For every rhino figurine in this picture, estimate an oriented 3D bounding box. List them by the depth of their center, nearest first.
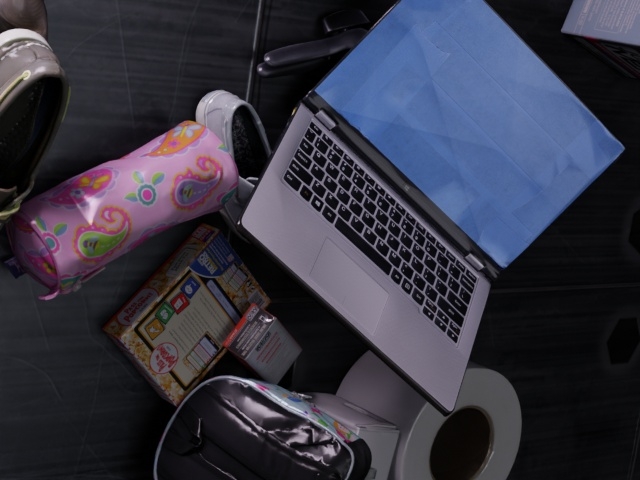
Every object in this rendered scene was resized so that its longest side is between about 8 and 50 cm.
[{"bbox_3d":[-0.348,-0.300,1.500,0.106,0.073,0.243,-9,112,-31],"label":"rhino figurine"}]

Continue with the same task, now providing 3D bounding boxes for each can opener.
[{"bbox_3d":[-0.005,-0.249,1.827,0.186,0.073,0.059,-25,157,-29],"label":"can opener"}]

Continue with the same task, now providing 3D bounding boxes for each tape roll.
[{"bbox_3d":[0.155,0.281,2.041,0.246,0.169,0.246,-13,111,-37],"label":"tape roll"}]

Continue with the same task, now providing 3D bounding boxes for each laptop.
[{"bbox_3d":[0.157,-0.070,1.770,0.382,0.236,0.408,42,42,-17],"label":"laptop"}]

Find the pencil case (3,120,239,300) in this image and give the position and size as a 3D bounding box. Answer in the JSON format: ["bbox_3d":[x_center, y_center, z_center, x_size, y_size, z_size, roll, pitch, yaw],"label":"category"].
[{"bbox_3d":[-0.237,-0.039,1.642,0.284,0.124,0.124,-31,122,-30],"label":"pencil case"}]

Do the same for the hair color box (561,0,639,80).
[{"bbox_3d":[0.570,-0.301,2.068,0.185,0.374,0.114,24,88,-42],"label":"hair color box"}]

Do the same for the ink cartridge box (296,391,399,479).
[{"bbox_3d":[0.008,0.340,1.943,0.092,0.158,0.218,12,95,-42],"label":"ink cartridge box"}]

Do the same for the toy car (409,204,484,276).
[{"bbox_3d":[0.159,0.012,1.988,0.159,0.136,0.182,8,103,-9],"label":"toy car"}]

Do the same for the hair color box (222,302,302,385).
[{"bbox_3d":[-0.076,0.143,1.849,0.072,0.043,0.141,-53,157,-10],"label":"hair color box"}]

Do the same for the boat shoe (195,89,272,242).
[{"bbox_3d":[-0.093,-0.085,1.776,0.079,0.081,0.228,-35,123,-27],"label":"boat shoe"}]

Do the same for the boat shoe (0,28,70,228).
[{"bbox_3d":[-0.365,-0.079,1.506,0.109,0.091,0.305,13,112,-42],"label":"boat shoe"}]

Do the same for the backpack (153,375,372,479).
[{"bbox_3d":[-0.080,0.299,1.801,0.225,0.253,0.191,-62,167,2],"label":"backpack"}]

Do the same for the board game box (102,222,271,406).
[{"bbox_3d":[-0.170,0.097,1.793,0.193,0.045,0.147,-47,128,-19],"label":"board game box"}]
